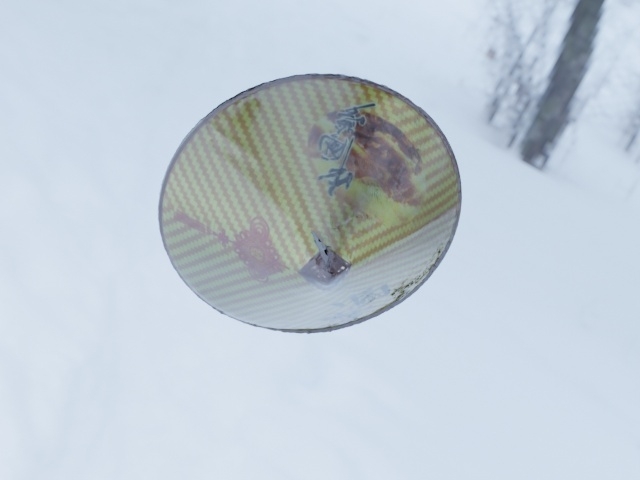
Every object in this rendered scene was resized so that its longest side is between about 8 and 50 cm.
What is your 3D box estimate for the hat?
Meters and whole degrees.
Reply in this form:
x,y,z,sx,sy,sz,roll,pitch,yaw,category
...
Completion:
x,y,z,sx,sy,sz,roll,pitch,yaw,category
0.000,0.000,0.962,0.193,0.193,0.082,23,26,-24,hat
